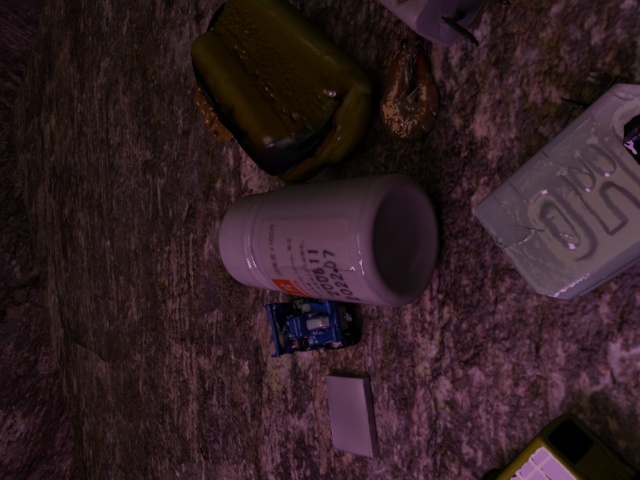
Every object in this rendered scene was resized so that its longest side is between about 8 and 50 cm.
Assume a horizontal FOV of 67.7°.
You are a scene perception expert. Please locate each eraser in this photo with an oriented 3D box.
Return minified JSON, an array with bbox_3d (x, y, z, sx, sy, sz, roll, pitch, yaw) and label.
[{"bbox_3d":[0.061,0.339,0.935,0.104,0.023,0.150,-10,85,45],"label":"eraser"}]

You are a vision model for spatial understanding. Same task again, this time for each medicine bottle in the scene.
[{"bbox_3d":[0.000,0.000,0.845,0.372,0.211,0.210,-1,92,45],"label":"medicine bottle"}]

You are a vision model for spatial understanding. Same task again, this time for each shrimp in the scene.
[{"bbox_3d":[0.152,-0.261,0.804,0.101,0.042,0.190,6,96,24],"label":"shrimp"}]

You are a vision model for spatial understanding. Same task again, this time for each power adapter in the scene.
[{"bbox_3d":[0.184,-0.366,0.701,0.204,0.125,0.130,53,125,30],"label":"power adapter"}]

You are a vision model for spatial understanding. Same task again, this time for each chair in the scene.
[{"bbox_3d":[0.337,-0.180,0.618,0.037,0.042,0.086,41,119,38],"label":"chair"}]

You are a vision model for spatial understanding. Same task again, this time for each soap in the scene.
[{"bbox_3d":[0.352,-0.066,0.571,0.289,0.095,0.172,-47,61,35],"label":"soap"}]

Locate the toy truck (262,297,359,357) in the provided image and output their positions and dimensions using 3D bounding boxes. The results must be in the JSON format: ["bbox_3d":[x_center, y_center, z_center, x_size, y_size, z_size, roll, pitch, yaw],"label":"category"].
[{"bbox_3d":[-0.032,0.168,0.945,0.208,0.126,0.113,-20,78,45],"label":"toy truck"}]

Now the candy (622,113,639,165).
[{"bbox_3d":[0.412,-0.013,0.443,0.312,0.061,0.088,48,128,-5],"label":"candy"}]

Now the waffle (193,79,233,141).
[{"bbox_3d":[-0.252,-0.374,1.186,0.160,0.055,0.210,-52,57,34],"label":"waffle"}]

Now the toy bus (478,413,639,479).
[{"bbox_3d":[0.285,0.371,0.641,0.150,0.128,0.262,46,121,33],"label":"toy bus"}]

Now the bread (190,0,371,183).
[{"bbox_3d":[-0.072,-0.281,0.900,0.251,0.208,0.376,-39,62,1],"label":"bread"}]
